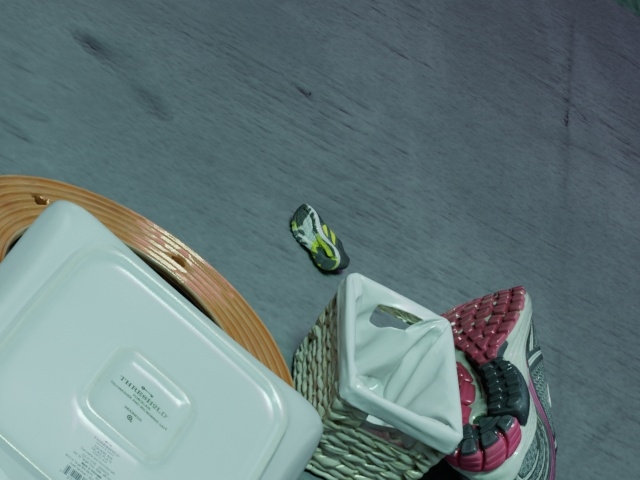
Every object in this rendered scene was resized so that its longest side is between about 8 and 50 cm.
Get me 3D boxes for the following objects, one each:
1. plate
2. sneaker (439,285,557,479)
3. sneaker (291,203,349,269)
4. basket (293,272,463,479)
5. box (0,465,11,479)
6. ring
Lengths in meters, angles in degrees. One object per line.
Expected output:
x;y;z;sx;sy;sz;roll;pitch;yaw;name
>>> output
-0.137;0.124;1.173;0.277;0.045;0.278;42;41;-8;plate
0.155;0.145;1.531;0.112;0.121;0.299;59;20;-23;sneaker
0.000;0.000;1.644;0.035;0.031;0.083;22;33;-52;sneaker
0.044;0.128;1.418;0.113;0.103;0.167;28;30;-17;basket
-0.272;0.256;0.802;0.345;0.168;0.215;-7;50;-52;box
-0.161;0.072;1.327;0.336;0.032;0.336;31;25;-16;ring
